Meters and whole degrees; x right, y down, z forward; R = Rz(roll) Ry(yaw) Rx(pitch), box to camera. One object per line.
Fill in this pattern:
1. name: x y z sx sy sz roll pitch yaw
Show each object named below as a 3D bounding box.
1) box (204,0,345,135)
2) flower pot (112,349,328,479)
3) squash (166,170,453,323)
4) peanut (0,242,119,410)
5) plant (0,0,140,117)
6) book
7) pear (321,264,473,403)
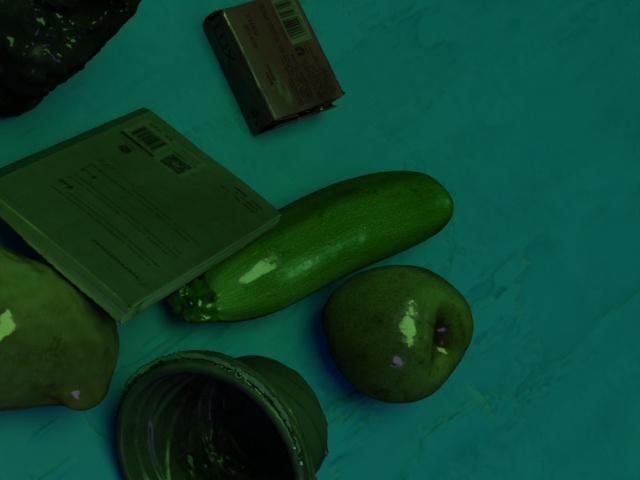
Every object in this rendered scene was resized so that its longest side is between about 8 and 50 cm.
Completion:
1. box: -0.055 -0.208 1.734 0.111 0.060 0.156 -22 85 -34
2. flower pot: -0.083 0.204 1.521 0.140 0.235 0.235 -27 91 -54
3. squash: 0.000 0.000 1.678 0.395 0.107 0.107 -24 89 -32
4. peanut: -0.362 0.052 1.408 0.387 0.169 0.192 31 27 -26
5. plant: -0.282 -0.269 1.460 0.215 0.312 0.213 47 55 -14
6. book: -0.189 -0.039 1.522 0.215 0.025 0.283 39 36 15
7. pear: 0.087 0.103 1.677 0.167 0.137 0.167 0 89 -50
